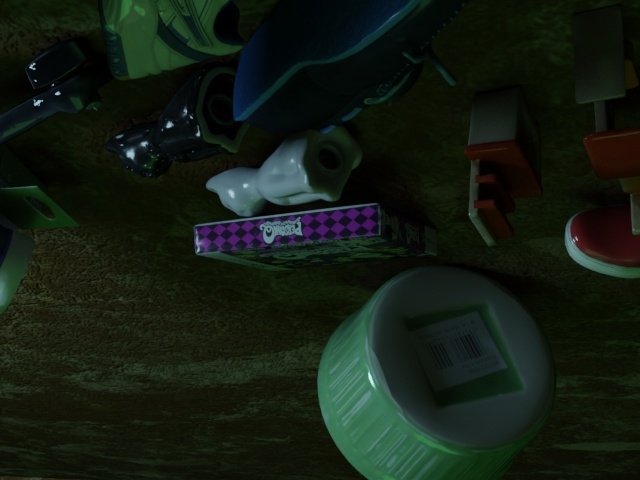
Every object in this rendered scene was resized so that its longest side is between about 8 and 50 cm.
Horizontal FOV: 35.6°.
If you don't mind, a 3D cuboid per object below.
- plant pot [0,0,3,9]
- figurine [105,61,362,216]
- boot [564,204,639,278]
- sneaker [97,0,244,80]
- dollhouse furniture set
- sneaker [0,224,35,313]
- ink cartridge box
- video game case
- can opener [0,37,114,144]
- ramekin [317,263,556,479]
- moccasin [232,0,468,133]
[{"bbox_3d":[-0.253,-0.278,0.591,0.212,0.212,0.187,22,136,-30],"label":"plant pot"},{"bbox_3d":[-0.098,-0.089,1.072,0.215,0.092,0.209,23,157,-33],"label":"figurine"},{"bbox_3d":[0.401,-0.031,1.078,0.244,0.088,0.176,0,154,-7],"label":"boot"},{"bbox_3d":[-0.117,-0.241,0.760,0.131,0.111,0.296,-10,157,-8],"label":"sneaker"},{"bbox_3d":[0.275,-0.081,0.937,0.259,0.135,0.262,-7,151,25],"label":"dollhouse furniture set"},{"bbox_3d":[-0.494,0.024,1.191,0.236,0.130,0.323,24,152,-22],"label":"sneaker"},{"bbox_3d":[-0.402,-0.061,1.199,0.209,0.062,0.109,-2,153,15],"label":"ink cartridge box"},{"bbox_3d":[0.000,0.000,1.198,0.232,0.041,0.210,-6,171,22],"label":"video game case"},{"bbox_3d":[-0.285,-0.139,1.012,0.186,0.059,0.073,-27,97,29],"label":"can opener"},{"bbox_3d":[0.161,0.179,1.321,0.304,0.303,0.148,11,146,-11],"label":"ramekin"},{"bbox_3d":[0.038,-0.176,0.834,0.117,0.137,0.342,13,167,-25],"label":"moccasin"}]
